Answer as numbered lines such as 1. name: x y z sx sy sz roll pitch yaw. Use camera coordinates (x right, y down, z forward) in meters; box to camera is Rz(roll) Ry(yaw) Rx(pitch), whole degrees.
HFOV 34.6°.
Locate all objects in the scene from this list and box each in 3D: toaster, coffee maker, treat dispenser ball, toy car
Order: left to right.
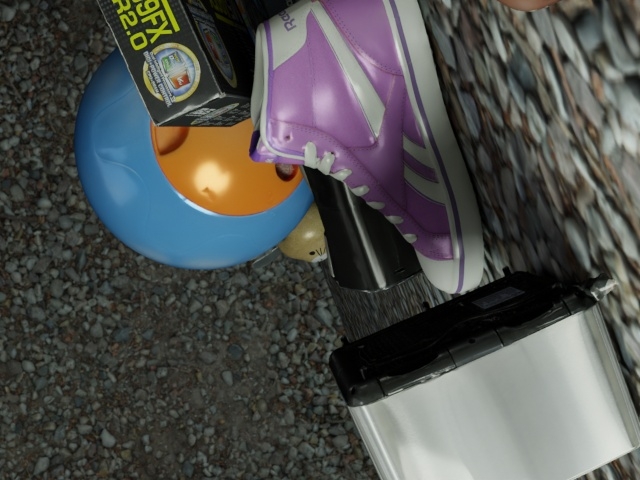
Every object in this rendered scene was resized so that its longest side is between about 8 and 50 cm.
1. treat dispenser ball: -0.136 -0.110 1.181 0.288 0.288 0.288 159 90 -86
2. toy car: 0.000 0.000 1.296 0.155 0.188 0.149 90 159 -79
3. coffee maker: 0.045 -0.043 1.007 0.171 0.120 0.178 -129 18 -74
4. toaster: 0.103 0.096 0.669 0.186 0.168 0.110 -155 41 -85

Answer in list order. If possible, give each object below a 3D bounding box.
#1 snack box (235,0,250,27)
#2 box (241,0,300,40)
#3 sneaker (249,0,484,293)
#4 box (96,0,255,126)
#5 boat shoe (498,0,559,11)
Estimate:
1. snack box: -0.089 -0.299 1.281 0.037 0.141 0.100 -122 11 -70
2. box: -0.033 -0.211 0.942 0.232 0.059 0.183 -119 8 -60
3. sneaker: 0.029 -0.064 0.840 0.102 0.161 0.282 -127 15 -70
4. box: -0.121 -0.203 0.861 0.270 0.060 0.216 -38 -76 -81
5. boat shoe: 0.064 -0.186 0.432 0.073 0.073 0.207 80 175 -77
